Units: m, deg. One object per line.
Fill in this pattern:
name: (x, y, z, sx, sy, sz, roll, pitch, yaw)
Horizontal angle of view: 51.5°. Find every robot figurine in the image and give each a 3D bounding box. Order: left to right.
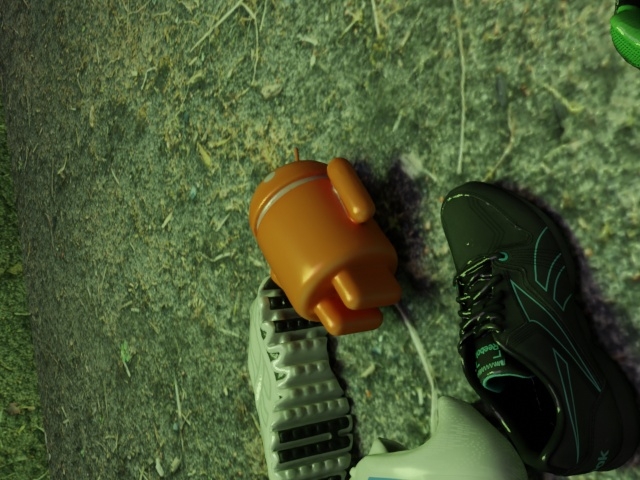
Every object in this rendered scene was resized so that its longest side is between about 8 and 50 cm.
robot figurine: (-0.001, 0.001, 0.733, 0.219, 0.128, 0.158, 58, 173, 32)

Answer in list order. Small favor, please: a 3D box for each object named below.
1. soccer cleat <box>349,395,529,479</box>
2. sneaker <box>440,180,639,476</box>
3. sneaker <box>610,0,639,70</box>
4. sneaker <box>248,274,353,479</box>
soccer cleat: (0.056, 0.287, 0.651, 0.331, 0.116, 0.143, -43, 43, 15)
sneaker: (0.161, 0.061, 0.546, 0.101, 0.106, 0.267, -51, 53, 43)
sneaker: (0.245, -0.255, 0.375, 0.134, 0.146, 0.344, 9, 99, 52)
sneaker: (-0.036, 0.188, 0.825, 0.118, 0.110, 0.292, -34, 58, 57)
